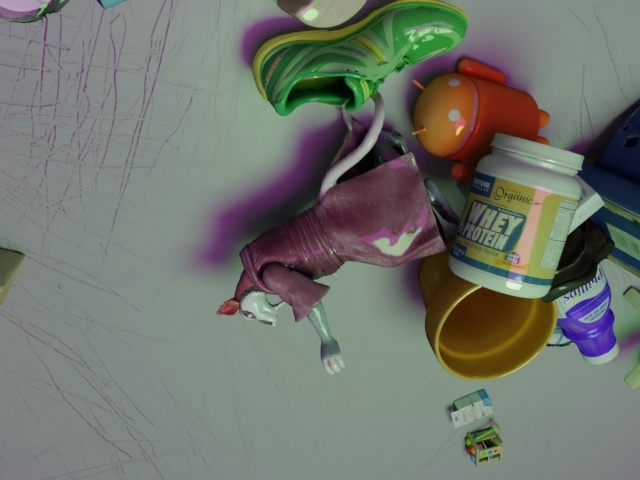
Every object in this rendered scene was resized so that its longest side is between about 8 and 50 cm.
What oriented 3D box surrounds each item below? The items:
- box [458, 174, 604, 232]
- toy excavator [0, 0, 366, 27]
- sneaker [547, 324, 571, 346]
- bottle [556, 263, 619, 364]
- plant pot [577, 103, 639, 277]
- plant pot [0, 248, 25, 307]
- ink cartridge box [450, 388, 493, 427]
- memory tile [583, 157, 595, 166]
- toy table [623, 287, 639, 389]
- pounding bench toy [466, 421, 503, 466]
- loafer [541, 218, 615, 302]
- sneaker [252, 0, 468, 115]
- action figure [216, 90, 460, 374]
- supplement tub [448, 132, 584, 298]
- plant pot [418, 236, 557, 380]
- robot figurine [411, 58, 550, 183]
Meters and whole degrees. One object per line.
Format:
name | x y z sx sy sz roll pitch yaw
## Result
box | 0.319 -0.069 1.151 0.145 0.186 0.038 -42 135 12
toy excavator | -0.181 -0.383 0.828 0.445 0.222 0.433 -28 125 -8
sneaker | 0.394 0.157 1.378 0.237 0.085 0.086 0 85 -25
bottle | 0.440 0.090 1.292 0.118 0.092 0.282 -34 112 -9
plant pot | 0.557 -0.059 1.177 0.212 0.236 0.236 -36 123 -5
plant pot | -0.500 0.064 1.059 0.096 0.109 0.109 28 110 -14
ink cartridge box | 0.297 0.336 1.484 0.083 0.028 0.048 -21 123 -3
memory tile | 0.406 -0.075 1.278 0.148 0.012 0.113 -20 123 -3
toy table | 0.702 0.187 1.402 0.161 0.252 0.274 16 107 -42
pounding bench toy | 0.334 0.412 1.527 0.065 0.052 0.083 -12 122 -8
loafer | 0.374 0.025 1.133 0.080 0.220 0.078 -37 86 39
sneaker | 0.060 -0.234 1.006 0.296 0.123 0.109 -17 155 1
action figure | 0.000 0.000 1.070 0.370 0.248 0.275 -31 123 1
supplement tub | 0.268 -0.035 1.016 0.144 0.144 0.199 11 100 -21
plant pot | 0.253 0.093 1.231 0.205 0.188 0.205 -7 122 -11
robot figurine | 0.232 -0.172 1.100 0.219 0.128 0.158 10 116 -21
